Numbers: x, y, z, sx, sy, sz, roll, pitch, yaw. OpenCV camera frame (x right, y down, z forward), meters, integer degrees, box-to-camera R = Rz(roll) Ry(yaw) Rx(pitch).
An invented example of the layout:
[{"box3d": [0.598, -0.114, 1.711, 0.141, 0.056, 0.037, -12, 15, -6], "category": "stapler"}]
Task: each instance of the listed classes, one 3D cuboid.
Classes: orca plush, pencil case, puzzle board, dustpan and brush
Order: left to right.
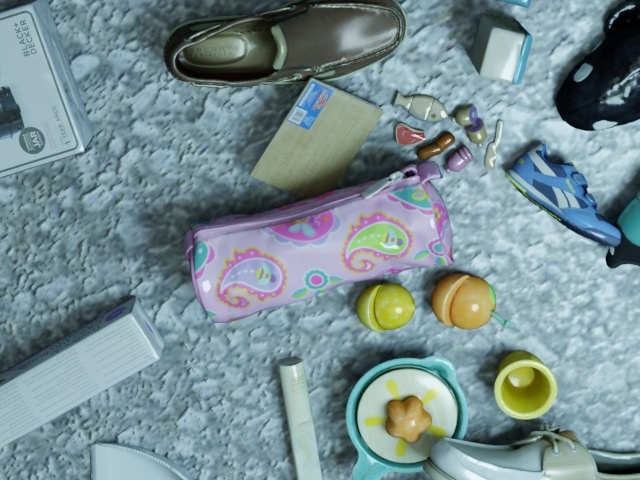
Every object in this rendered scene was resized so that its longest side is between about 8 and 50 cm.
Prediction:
[{"box3d": [-0.157, 0.305, 1.905, 0.211, 0.060, 0.147, 1, 105, 0], "category": "dustpan and brush"}, {"box3d": [-0.005, -0.105, 1.798, 0.096, 0.011, 0.128, 22, 112, -29], "category": "puzzle board"}, {"box3d": [0.000, 0.000, 1.789, 0.284, 0.124, 0.124, -15, 104, 6], "category": "pencil case"}, {"box3d": [0.389, -0.180, 1.749, 0.287, 0.102, 0.151, -9, 105, 3], "category": "orca plush"}]

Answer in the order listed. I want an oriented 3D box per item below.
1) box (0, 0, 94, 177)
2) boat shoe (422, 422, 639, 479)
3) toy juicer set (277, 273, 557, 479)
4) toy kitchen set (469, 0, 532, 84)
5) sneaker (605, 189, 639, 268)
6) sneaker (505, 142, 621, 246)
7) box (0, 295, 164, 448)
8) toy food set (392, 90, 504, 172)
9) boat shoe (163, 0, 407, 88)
[{"box3d": [-0.404, -0.136, 1.775, 0.290, 0.087, 0.169, -18, 104, 5], "category": "box"}, {"box3d": [0.250, 0.253, 1.845, 0.302, 0.113, 0.103, 18, 101, -29], "category": "boat shoe"}, {"box3d": [0.076, 0.160, 1.850, 0.329, 0.089, 0.209, -28, 103, 8], "category": "toy juicer set"}, {"box3d": [0.261, -0.257, 1.720, 0.166, 0.122, 0.207, 13, 105, -3], "category": "toy kitchen set"}, {"box3d": [0.445, 0.057, 1.817, 0.302, 0.108, 0.121, 35, 103, 0], "category": "sneaker"}, {"box3d": [0.266, -0.048, 1.794, 0.144, 0.053, 0.059, 39, 88, 15], "category": "sneaker"}, {"box3d": [-0.327, 0.173, 1.870, 0.324, 0.063, 0.067, -30, 104, 8], "category": "box"}, {"box3d": [0.133, -0.112, 1.812, 0.122, 0.019, 0.078, 11, 105, -2], "category": "toy food set"}, {"box3d": [-0.035, -0.199, 1.751, 0.257, 0.095, 0.095, -11, 105, 3], "category": "boat shoe"}]
